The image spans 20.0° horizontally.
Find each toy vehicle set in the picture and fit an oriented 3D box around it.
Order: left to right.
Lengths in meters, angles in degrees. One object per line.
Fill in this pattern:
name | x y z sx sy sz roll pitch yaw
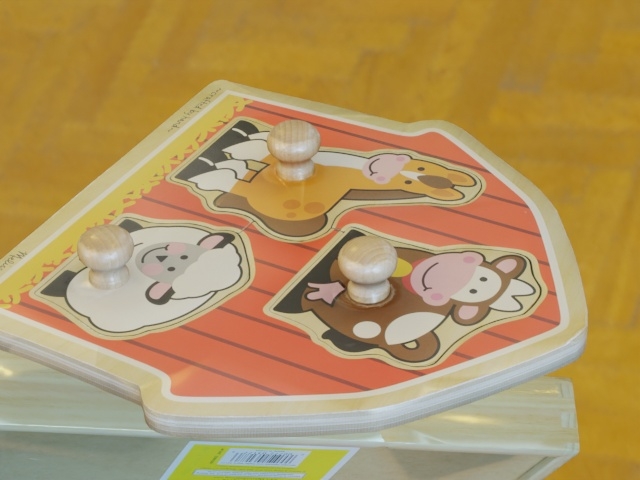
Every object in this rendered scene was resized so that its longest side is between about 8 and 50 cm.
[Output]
toy vehicle set | -0.039 0.099 0.815 0.267 0.166 0.035 5 64 -19

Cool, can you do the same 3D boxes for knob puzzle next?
knob puzzle | 0.000 0.000 0.616 0.213 0.030 0.213 -2 34 1
